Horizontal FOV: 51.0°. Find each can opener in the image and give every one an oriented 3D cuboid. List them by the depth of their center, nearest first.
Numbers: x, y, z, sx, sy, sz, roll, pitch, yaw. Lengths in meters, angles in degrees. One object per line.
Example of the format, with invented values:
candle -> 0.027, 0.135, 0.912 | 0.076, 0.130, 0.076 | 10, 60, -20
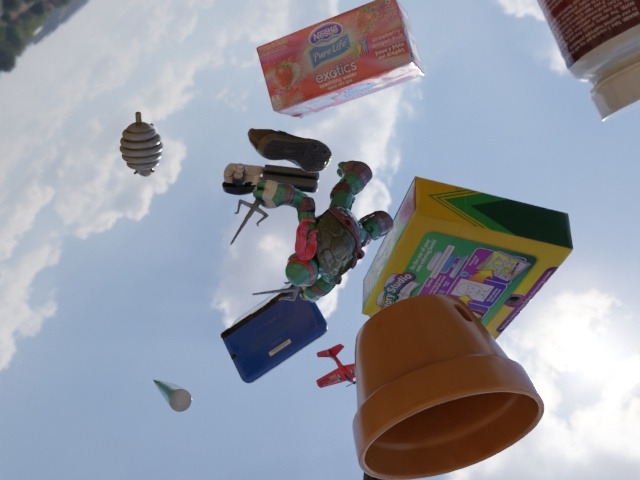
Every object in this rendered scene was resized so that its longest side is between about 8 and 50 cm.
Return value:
can opener -> -0.142, -0.174, 1.921 | 0.280, 0.093, 0.074 | 4, -125, 6

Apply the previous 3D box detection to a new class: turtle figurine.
turtle figurine -> 0.000, 0.000, 0.805 | 0.118, 0.175, 0.234 | 10, -146, 33

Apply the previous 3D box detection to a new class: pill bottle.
pill bottle -> 0.555, -0.448, 1.297 | 0.224, 0.392, 0.224 | -22, 175, -2

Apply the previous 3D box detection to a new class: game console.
game console -> -0.123, 0.246, 1.953 | 0.293, 0.173, 0.250 | -35, -115, 9

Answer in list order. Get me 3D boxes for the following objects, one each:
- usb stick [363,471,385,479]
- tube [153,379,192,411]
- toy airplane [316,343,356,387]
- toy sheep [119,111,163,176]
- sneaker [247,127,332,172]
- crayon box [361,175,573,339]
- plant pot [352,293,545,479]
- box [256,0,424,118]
usb stick -> 0.135, 0.403, 1.440 | 0.077, 0.045, 0.278 | -4, -116, 24
tube -> -0.359, 0.370, 1.636 | 0.052, 0.080, 0.207 | -58, -163, -13
toy airplane -> 0.044, 0.288, 1.538 | 0.151, 0.151, 0.028 | -31, -145, 22
toy sheep -> -0.344, -0.184, 1.289 | 0.091, 0.132, 0.091 | -4, -152, 2
sneaker -> -0.055, -0.181, 1.269 | 0.071, 0.188, 0.066 | 45, -68, 35
crayon box -> 0.282, 0.054, 1.385 | 0.363, 0.312, 0.106 | 111, -9, -50
plant pot -> 0.174, 0.223, 1.065 | 0.290, 0.291, 0.204 | -33, -132, 19
box -> 0.042, -0.366, 1.371 | 0.299, 0.142, 0.154 | -16, 179, 19
